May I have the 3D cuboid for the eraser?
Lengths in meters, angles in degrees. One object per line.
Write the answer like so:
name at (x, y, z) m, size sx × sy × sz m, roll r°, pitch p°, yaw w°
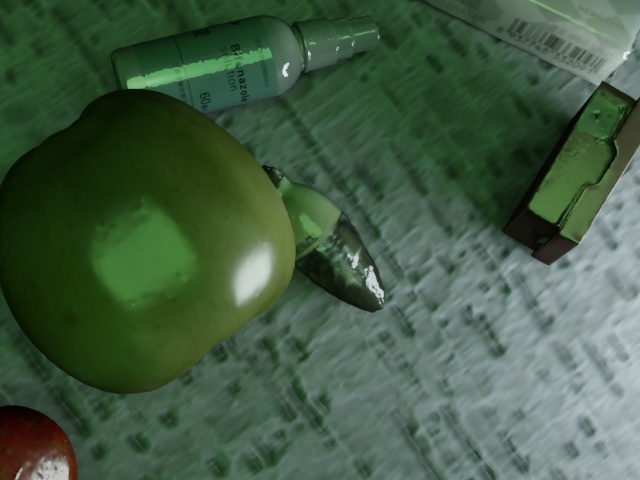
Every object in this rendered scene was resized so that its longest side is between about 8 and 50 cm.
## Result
eraser at (0.271, -0.396, 1.606) m, size 0.397 × 0.082 × 0.213 m, roll 23°, pitch 84°, yaw -9°

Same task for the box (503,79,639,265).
box at (0.344, -0.087, 1.548) m, size 0.086 × 0.215 × 0.215 m, roll 32°, pitch 84°, yaw 5°

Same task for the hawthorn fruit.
hawthorn fruit at (-0.398, 0.354, 1.368) m, size 0.254 × 0.254 × 0.300 m, roll -13°, pitch 76°, yaw -11°

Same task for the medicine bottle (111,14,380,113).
medicine bottle at (-0.094, -0.238, 1.519) m, size 0.352 × 0.110 × 0.110 m, roll -16°, pitch 91°, yaw -10°

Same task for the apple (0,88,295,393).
apple at (-0.218, 0.004, 1.374) m, size 0.357 × 0.357 × 0.357 m, roll 0°, pitch 88°, yaw -11°

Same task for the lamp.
lamp at (0.000, 0.000, 1.540) m, size 0.250 × 0.101 × 0.101 m, roll 45°, pitch 81°, yaw -11°
